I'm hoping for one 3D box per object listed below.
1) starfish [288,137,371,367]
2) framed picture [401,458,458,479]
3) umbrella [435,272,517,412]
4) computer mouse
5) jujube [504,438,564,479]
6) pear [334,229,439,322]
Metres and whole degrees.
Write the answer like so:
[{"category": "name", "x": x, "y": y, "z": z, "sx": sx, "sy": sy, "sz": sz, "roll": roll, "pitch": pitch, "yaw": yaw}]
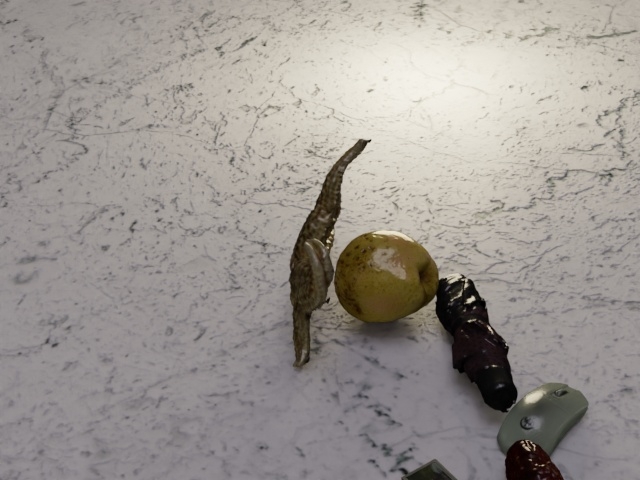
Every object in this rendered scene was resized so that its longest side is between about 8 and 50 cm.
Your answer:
[{"category": "starfish", "x": 0.000, "y": 0.000, "z": 1.893, "sx": 0.082, "sy": 0.324, "sz": 0.432, "roll": 16, "pitch": 41, "yaw": 1}, {"category": "framed picture", "x": 0.170, "y": 0.358, "z": 1.606, "sx": 0.066, "sy": 0.006, "sz": 0.089, "roll": -23, "pitch": 40, "yaw": -25}, {"category": "umbrella", "x": 0.252, "y": 0.164, "z": 1.805, "sx": 0.090, "sy": 0.094, "sz": 0.326, "roll": 29, "pitch": 24, "yaw": -23}, {"category": "computer mouse", "x": 0.345, "y": 0.266, "z": 1.685, "sx": 0.089, "sy": 0.056, "sz": 0.182, "roll": 30, "pitch": 46, "yaw": 32}, {"category": "jujube", "x": 0.304, "y": 0.337, "z": 1.571, "sx": 0.077, "sy": 0.077, "sz": 0.129, "roll": -7, "pitch": 32, "yaw": -6}, {"category": "pear", "x": 0.115, "y": 0.065, "z": 1.888, "sx": 0.178, "sy": 0.178, "sz": 0.178, "roll": -2, "pitch": 35, "yaw": 1}]
